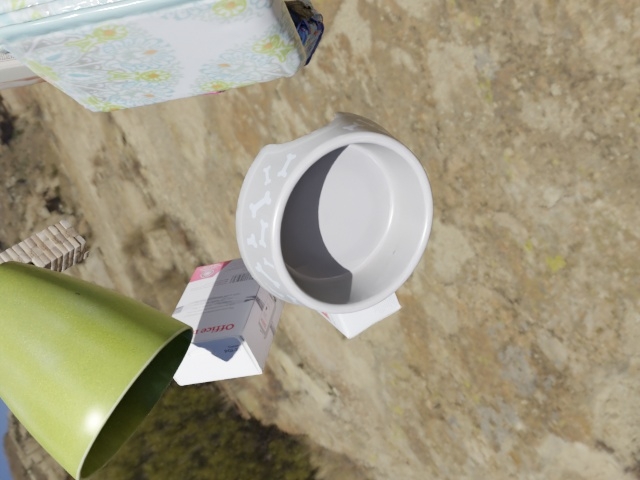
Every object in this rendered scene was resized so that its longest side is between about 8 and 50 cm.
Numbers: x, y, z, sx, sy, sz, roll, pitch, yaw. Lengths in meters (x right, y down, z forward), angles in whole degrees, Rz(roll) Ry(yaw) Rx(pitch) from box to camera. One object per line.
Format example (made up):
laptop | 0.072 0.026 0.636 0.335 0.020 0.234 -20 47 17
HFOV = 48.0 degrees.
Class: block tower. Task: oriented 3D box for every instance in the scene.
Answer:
block tower | -0.735 0.069 1.772 0.091 0.335 0.097 45 142 10

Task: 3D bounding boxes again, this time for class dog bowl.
dog bowl | 0.038 -0.036 1.201 0.102 0.348 0.349 31 146 56

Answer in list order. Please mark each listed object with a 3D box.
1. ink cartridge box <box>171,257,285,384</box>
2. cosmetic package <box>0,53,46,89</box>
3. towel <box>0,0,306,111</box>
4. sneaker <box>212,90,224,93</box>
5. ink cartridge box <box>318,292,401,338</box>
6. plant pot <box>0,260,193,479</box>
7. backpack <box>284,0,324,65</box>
ink cartridge box | -0.205 0.166 1.561 0.283 0.207 0.117 -73 -34 -52
cosmetic package | -0.724 -0.462 1.726 0.129 0.296 0.153 -32 77 61
towel | -0.230 -0.287 0.993 0.320 0.374 0.090 36 -134 -78
sneaker | -0.265 -0.348 1.438 0.252 0.103 0.111 -30 -64 -73
ink cartridge box | 0.000 0.000 1.449 0.272 0.130 0.309 31 148 63
plant pot | -0.395 0.167 1.099 0.293 0.275 0.275 33 156 5
backpack | -0.057 -0.486 1.692 0.117 0.173 0.158 37 125 7
